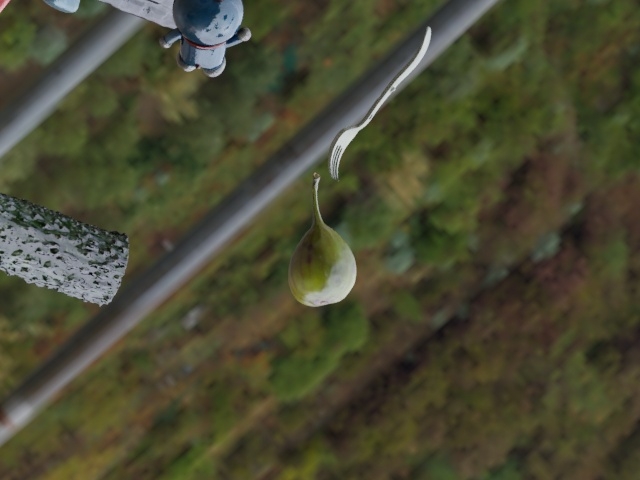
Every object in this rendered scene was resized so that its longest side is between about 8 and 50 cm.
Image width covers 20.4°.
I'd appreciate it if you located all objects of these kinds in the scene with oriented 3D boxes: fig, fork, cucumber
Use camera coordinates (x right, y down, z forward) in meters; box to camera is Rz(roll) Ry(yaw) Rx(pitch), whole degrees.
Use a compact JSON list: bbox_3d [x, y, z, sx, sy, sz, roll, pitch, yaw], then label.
[{"bbox_3d":[0.013,0.005,2.285,0.093,0.093,0.166,108,-1,-74],"label":"fig"},{"bbox_3d":[0.069,-0.173,2.183,0.219,0.028,0.034,-56,149,3],"label":"fork"},{"bbox_3d":[-0.390,-0.020,2.012,0.359,0.096,0.096,20,131,-29],"label":"cucumber"}]

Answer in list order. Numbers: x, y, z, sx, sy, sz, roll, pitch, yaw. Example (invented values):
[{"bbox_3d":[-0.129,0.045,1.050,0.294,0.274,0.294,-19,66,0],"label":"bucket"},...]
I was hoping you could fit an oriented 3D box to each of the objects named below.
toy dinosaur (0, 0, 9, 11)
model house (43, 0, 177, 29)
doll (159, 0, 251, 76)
[{"bbox_3d":[-0.204,-0.302,1.517,0.286,0.139,0.070,-33,169,-8],"label":"toy dinosaur"},{"bbox_3d":[-0.264,-0.470,2.613,0.360,0.297,0.339,18,88,-43],"label":"model house"},{"bbox_3d":[-0.142,-0.269,2.208,0.152,0.114,0.085,101,-1,-53],"label":"doll"}]
